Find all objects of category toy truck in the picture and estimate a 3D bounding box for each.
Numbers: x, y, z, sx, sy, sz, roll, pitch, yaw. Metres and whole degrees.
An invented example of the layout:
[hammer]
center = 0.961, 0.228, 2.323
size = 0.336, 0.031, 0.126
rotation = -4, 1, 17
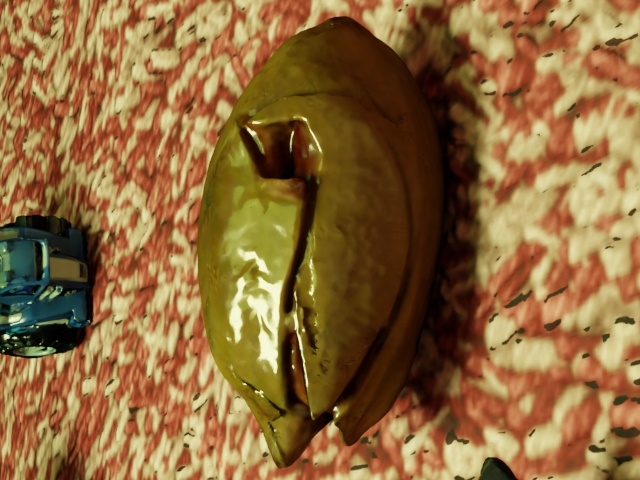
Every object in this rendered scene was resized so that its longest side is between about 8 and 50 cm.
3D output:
[toy truck]
center = -0.289, 0.031, 1.495
size = 0.126, 0.208, 0.113
rotation = 149, 119, -61

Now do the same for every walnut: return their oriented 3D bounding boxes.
[walnut]
center = 0.000, 0.000, 0.995
size = 0.137, 0.137, 0.245
rotation = 4, 88, 65

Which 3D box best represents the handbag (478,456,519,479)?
[handbag]
center = 0.102, 0.248, 0.798
size = 0.211, 0.088, 0.254
rotation = 44, 130, 55
